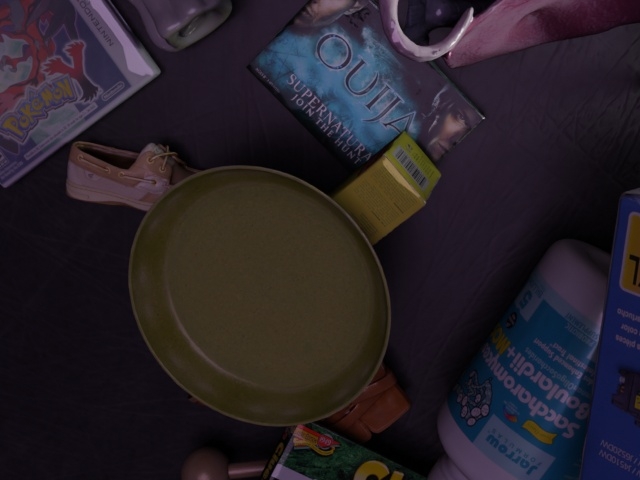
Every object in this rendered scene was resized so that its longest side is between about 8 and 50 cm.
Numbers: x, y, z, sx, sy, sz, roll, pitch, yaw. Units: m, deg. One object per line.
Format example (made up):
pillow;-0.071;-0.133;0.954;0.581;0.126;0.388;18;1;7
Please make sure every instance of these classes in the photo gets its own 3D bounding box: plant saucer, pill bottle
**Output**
plant saucer;-0.051;0.047;0.829;0.241;0.037;0.241;6;110;17
pill bottle;0.202;0.141;0.855;0.146;0.146;0.264;30;108;0

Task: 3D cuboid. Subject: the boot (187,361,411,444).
boot;-0.023;0.153;0.938;0.197;0.073;0.152;-31;111;29

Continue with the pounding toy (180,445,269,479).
pounding toy;-0.061;0.333;0.960;0.182;0.110;0.237;1;111;12

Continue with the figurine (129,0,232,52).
figurine;-0.116;-0.305;0.821;0.215;0.092;0.209;-33;90;17

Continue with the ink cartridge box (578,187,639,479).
ink cartridge box;0.337;0.142;0.730;0.151;0.270;0.396;27;122;45

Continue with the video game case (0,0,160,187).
video game case;-0.283;-0.178;0.908;0.201;0.023;0.183;-33;98;16

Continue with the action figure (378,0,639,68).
action figure;0.259;-0.222;0.693;0.370;0.275;0.248;11;101;20

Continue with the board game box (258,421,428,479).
board game box;0.057;0.281;0.925;0.259;0.030;0.136;28;84;-14

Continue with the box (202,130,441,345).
box;0.000;0.000;0.862;0.232;0.087;0.058;-38;96;27

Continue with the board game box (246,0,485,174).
board game box;0.041;-0.136;0.866;0.186;0.026;0.126;45;108;-5

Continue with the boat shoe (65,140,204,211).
boat shoe;-0.163;-0.063;0.900;0.170;0.063;0.059;5;112;8
